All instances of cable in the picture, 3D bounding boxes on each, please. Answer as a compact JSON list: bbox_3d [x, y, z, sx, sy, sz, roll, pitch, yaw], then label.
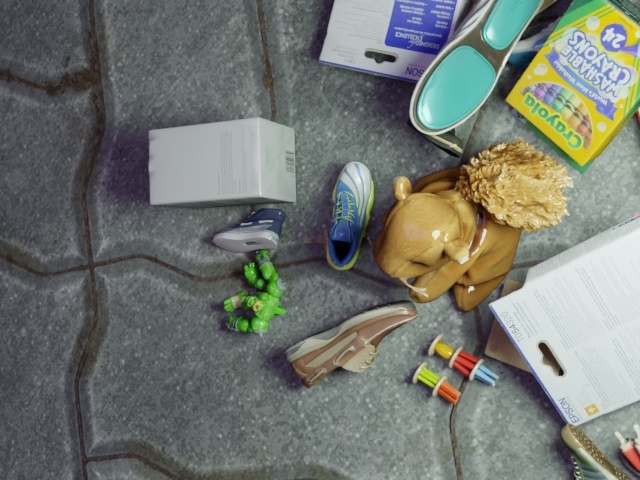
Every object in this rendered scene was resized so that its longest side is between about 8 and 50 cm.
[{"bbox_3d":[0.638,0.461,1.550,0.139,0.072,0.287,-35,80,51],"label":"cable"}]

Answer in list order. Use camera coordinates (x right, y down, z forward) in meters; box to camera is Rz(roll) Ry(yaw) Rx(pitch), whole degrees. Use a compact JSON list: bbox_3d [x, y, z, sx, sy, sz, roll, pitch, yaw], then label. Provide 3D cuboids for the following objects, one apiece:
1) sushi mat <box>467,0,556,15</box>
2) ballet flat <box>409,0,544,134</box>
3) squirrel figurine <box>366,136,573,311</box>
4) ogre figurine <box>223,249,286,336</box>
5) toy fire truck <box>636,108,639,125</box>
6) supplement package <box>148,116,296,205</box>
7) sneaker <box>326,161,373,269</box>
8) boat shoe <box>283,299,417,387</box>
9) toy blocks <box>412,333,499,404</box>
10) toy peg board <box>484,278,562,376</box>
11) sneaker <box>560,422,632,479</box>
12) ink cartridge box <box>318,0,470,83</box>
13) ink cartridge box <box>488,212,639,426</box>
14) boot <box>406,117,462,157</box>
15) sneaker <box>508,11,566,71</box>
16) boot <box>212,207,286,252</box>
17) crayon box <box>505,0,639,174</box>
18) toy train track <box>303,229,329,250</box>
[{"bbox_3d":[0.390,-0.513,1.757,0.317,0.019,0.151,-32,76,21],"label":"sushi mat"},{"bbox_3d":[0.300,-0.374,1.687,0.139,0.139,0.400,34,86,23],"label":"ballet flat"},{"bbox_3d":[0.265,-0.057,1.596,0.397,0.370,0.281,-39,72,18],"label":"squirrel figurine"},{"bbox_3d":[-0.141,0.131,1.934,0.118,0.097,0.197,31,82,40],"label":"ogre figurine"},{"bbox_3d":[0.679,-0.320,1.536,0.254,0.169,0.302,-19,78,31],"label":"toy fire truck"},{"bbox_3d":[-0.224,-0.170,1.938,0.293,0.175,0.177,-2,88,25],"label":"supplement package"},{"bbox_3d":[0.066,-0.048,1.817,0.091,0.126,0.240,7,97,0],"label":"sneaker"},{"bbox_3d":[0.075,0.223,1.819,0.324,0.123,0.116,-28,83,28],"label":"boat shoe"},{"bbox_3d":[0.279,0.282,1.746,0.148,0.054,0.123,31,100,23],"label":"toy blocks"},{"bbox_3d":[0.433,0.177,1.680,0.161,0.079,0.161,19,95,40],"label":"toy peg board"},{"bbox_3d":[0.506,0.440,1.607,0.192,0.064,0.086,44,113,-1],"label":"sneaker"},{"bbox_3d":[0.169,-0.502,1.823,0.304,0.072,0.307,19,101,29],"label":"ink cartridge box"},{"bbox_3d":[0.527,0.151,1.547,0.330,0.071,0.324,-28,109,21],"label":"ink cartridge box"},{"bbox_3d":[0.261,-0.259,1.732,0.137,0.077,0.198,-53,34,9],"label":"boot"},{"bbox_3d":[0.481,-0.398,1.681,0.229,0.087,0.092,-9,66,24],"label":"sneaker"},{"bbox_3d":[-0.163,-0.026,1.973,0.190,0.069,0.086,-2,57,35],"label":"boot"},{"bbox_3d":[0.491,-0.288,1.581,0.203,0.083,0.323,46,134,17],"label":"crayon box"},{"bbox_3d":[0.000,0.000,1.915,0.083,0.014,0.048,-2,94,31],"label":"toy train track"}]
